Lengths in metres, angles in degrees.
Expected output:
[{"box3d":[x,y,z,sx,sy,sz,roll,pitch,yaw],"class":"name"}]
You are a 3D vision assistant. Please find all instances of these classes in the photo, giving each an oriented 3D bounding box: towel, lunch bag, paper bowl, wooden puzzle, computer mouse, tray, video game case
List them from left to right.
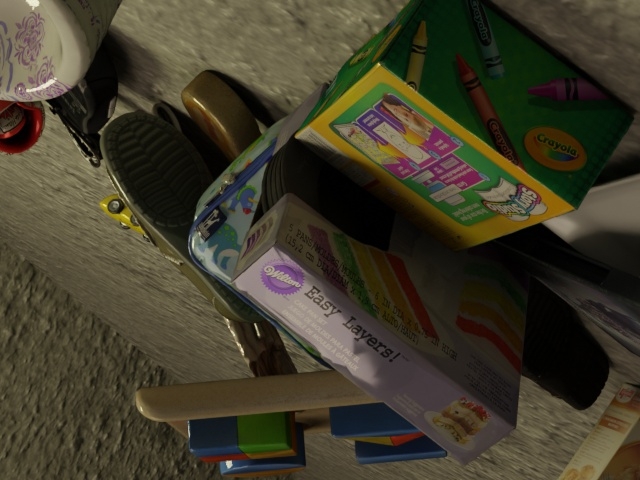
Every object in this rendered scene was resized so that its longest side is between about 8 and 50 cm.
[{"box3d":[-0.290,-0.249,1.316,0.284,0.148,0.284,19,157,8],"class":"paper bowl"},{"box3d":[-0.281,-0.198,1.794,0.184,0.060,0.262,51,166,9],"class":"computer mouse"},{"box3d":[-0.107,0.035,1.880,0.317,0.053,0.332,73,170,-70],"class":"towel"},{"box3d":[0.000,0.000,1.528,0.219,0.176,0.090,43,-158,-15],"class":"lunch bag"},{"box3d":[0.005,0.184,1.649,0.322,0.080,0.348,-6,169,5],"class":"wooden puzzle"},{"box3d":[0.265,0.069,1.334,0.196,0.026,0.274,37,177,-23],"class":"video game case"},{"box3d":[0.259,-0.005,1.191,0.145,0.030,0.270,36,167,-10],"class":"tray"}]

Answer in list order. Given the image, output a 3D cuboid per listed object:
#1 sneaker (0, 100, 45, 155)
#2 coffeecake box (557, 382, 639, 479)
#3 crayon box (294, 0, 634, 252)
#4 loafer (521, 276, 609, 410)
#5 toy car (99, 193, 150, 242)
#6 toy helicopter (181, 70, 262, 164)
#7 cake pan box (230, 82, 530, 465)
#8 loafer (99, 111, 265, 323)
[{"box3d":[-0.384,-0.204,1.809,0.145,0.090,0.270,46,165,32],"class":"sneaker"},{"box3d":[0.318,0.262,1.657,0.142,0.185,0.068,39,171,-19],"class":"coffeecake box"},{"box3d":[0.094,-0.082,1.204,0.165,0.081,0.278,36,167,-7],"class":"crayon box"},{"box3d":[0.202,0.098,1.588,0.078,0.080,0.220,22,163,41],"class":"loafer"},{"box3d":[-0.180,-0.007,2.219,0.239,0.053,0.225,35,167,-8],"class":"toy car"},{"box3d":[-0.035,-0.035,1.683,0.355,0.140,0.235,55,168,-30],"class":"toy helicopter"},{"box3d":[0.056,0.019,1.363,0.267,0.246,0.070,39,122,-15],"class":"cake pan box"},{"box3d":[-0.137,-0.014,1.635,0.251,0.094,0.087,54,153,4],"class":"loafer"}]
